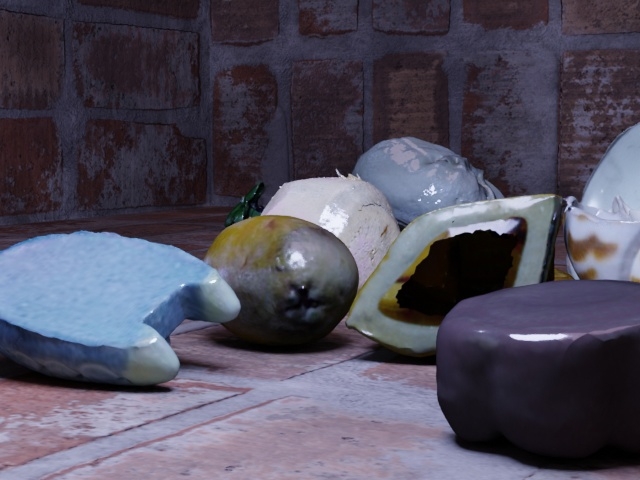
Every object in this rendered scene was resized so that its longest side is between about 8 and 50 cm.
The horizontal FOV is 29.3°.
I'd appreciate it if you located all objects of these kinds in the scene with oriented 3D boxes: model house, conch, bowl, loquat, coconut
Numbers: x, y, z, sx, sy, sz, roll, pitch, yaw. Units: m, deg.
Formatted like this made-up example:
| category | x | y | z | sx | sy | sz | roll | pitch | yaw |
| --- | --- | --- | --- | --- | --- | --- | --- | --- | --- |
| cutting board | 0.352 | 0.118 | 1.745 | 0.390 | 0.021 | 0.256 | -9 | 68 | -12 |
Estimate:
| category | x | y | z | sx | sy | sz | roll | pitch | yaw |
| --- | --- | --- | --- | --- | --- | --- | --- | --- | --- |
| model house | 0.180 | 0.048 | 1.517 | 0.268 | 0.173 | 0.239 | -7 | -3 | 14 |
| conch | 0.387 | 0.032 | 1.386 | 0.183 | 0.148 | 0.275 | -6 | 10 | -15 |
| bowl | 0.569 | -0.040 | 2.125 | 0.146 | 0.313 | 0.313 | 21 | 0 | -13 |
| loquat | -0.050 | 0.050 | 1.566 | 0.227 | 0.179 | 0.179 | 8 | 9 | 44 |
| coconut | 0.000 | 0.000 | 1.927 | 0.224 | 0.224 | 0.234 | -5 | 19 | -44 |

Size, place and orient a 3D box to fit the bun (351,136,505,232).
| category | x | y | z | sx | sy | sz | roll | pitch | yaw |
| --- | --- | --- | --- | --- | --- | --- | --- | --- | --- |
| bun | 0.236 | -0.086 | 2.490 | 0.354 | 0.194 | 0.354 | 28 | -1 | 0 |

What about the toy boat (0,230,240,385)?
| category | x | y | z | sx | sy | sz | roll | pitch | yaw |
| --- | --- | --- | --- | --- | --- | --- | --- | --- | --- |
| toy boat | -0.257 | 0.094 | 1.419 | 0.330 | 0.123 | 0.215 | 9 | 37 | 27 |

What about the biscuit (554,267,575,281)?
| category | x | y | z | sx | sy | sz | roll | pitch | yaw |
| --- | --- | --- | --- | --- | --- | --- | --- | --- | --- |
| biscuit | 0.345 | 0.063 | 2.124 | 0.203 | 0.041 | 0.260 | 1 | 7 | 19 |

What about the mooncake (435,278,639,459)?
| category | x | y | z | sx | sy | sz | roll | pitch | yaw |
| --- | --- | --- | --- | --- | --- | --- | --- | --- | --- |
| mooncake | 0.223 | 0.108 | 1.089 | 0.245 | 0.133 | 0.245 | 0 | 5 | 0 |

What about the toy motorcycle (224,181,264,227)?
| category | x | y | z | sx | sy | sz | roll | pitch | yaw |
| --- | --- | --- | --- | --- | --- | --- | --- | --- | --- |
| toy motorcycle | -0.054 | -0.010 | 2.164 | 0.275 | 0.187 | 0.125 | 2 | 5 | 9 |
